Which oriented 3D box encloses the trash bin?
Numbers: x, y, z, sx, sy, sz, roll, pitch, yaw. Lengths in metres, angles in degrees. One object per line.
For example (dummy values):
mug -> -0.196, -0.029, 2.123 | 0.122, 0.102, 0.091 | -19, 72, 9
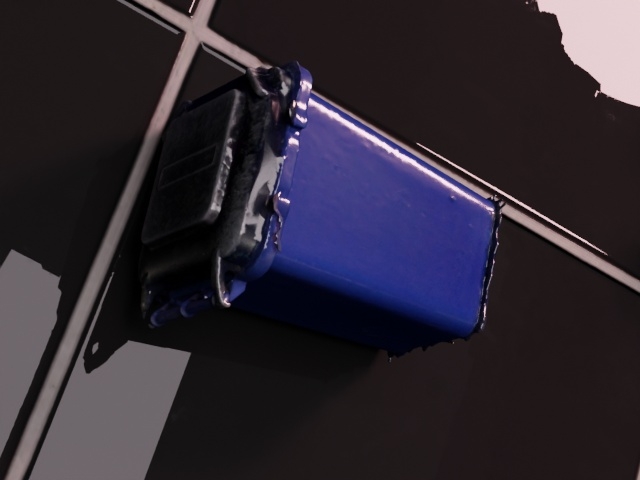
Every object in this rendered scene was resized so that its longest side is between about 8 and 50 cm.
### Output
trash bin -> 0.000, 0.000, 1.184 | 0.234, 0.162, 0.184 | 23, 67, -29
